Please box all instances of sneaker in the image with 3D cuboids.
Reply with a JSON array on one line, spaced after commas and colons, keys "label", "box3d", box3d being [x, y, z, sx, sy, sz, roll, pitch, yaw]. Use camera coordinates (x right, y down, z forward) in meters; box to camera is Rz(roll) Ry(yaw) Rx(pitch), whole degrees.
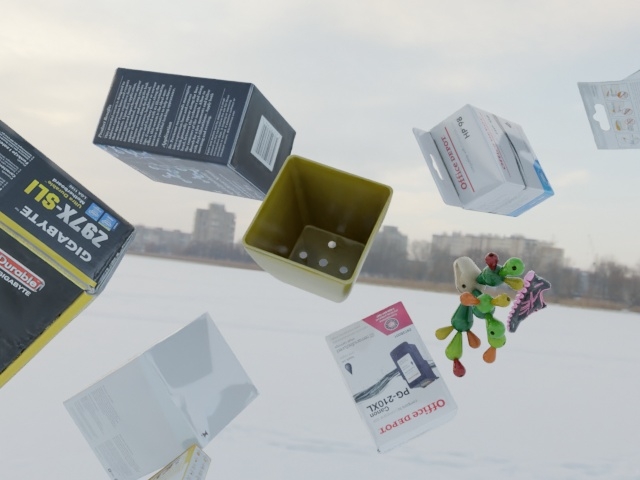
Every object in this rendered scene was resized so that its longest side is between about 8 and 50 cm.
[{"label": "sneaker", "box3d": [0.372, 0.116, 1.235, 0.057, 0.119, 0.047, 24, 13, 15]}]

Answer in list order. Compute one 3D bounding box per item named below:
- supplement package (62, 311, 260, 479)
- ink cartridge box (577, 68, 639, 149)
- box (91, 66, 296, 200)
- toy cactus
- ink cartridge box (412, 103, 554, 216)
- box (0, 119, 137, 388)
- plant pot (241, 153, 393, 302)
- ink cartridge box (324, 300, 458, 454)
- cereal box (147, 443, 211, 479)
[{"label": "supplement package", "box3d": [-0.302, 0.303, 1.326, 0.262, 0.199, 0.198, -32, 1, 32]}, {"label": "ink cartridge box", "box3d": [0.460, -0.185, 0.944, 0.179, 0.045, 0.145, 6, -31, 39]}, {"label": "box", "box3d": [-0.309, -0.262, 1.751, 0.395, 0.212, 0.293, 12, -10, 22]}, {"label": "toy cactus", "box3d": [0.244, 0.095, 1.117, 0.112, 0.219, 0.180, 6, 34, -12]}, {"label": "ink cartridge box", "box3d": [0.191, -0.090, 0.796, 0.060, 0.104, 0.180, -33, -21, 33]}, {"label": "box", "box3d": [-0.326, -0.020, 0.459, 0.322, 0.079, 0.257, 42, -56, -18]}, {"label": "plant pot", "box3d": [0.000, 0.000, 1.308, 0.212, 0.212, 0.187, 20, -26, 13]}, {"label": "ink cartridge box", "box3d": [0.136, 0.266, 1.346, 0.172, 0.237, 0.100, -25, -24, -5]}, {"label": "cereal box", "box3d": [-0.262, 0.435, 1.047, 0.047, 0.173, 0.240, 49, 15, -12]}]
